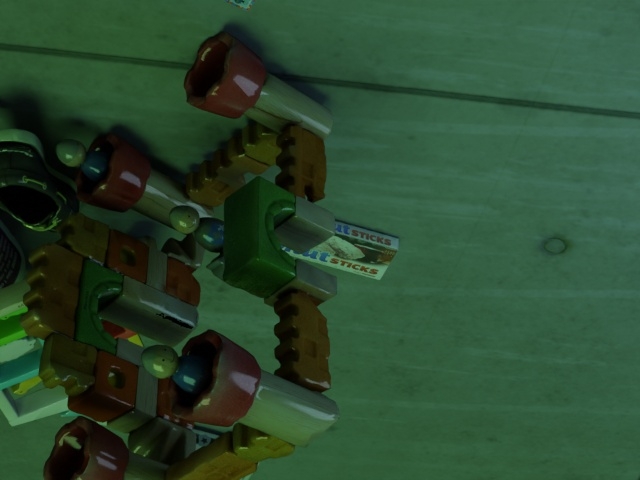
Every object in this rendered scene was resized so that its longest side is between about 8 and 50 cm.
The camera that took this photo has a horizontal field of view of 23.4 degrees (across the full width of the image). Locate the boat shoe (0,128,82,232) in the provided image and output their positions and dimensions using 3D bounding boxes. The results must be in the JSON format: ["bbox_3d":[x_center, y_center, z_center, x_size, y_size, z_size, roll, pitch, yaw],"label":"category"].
[{"bbox_3d":[-0.328,-0.050,1.756,0.081,0.068,0.228,-6,158,8],"label":"boat shoe"}]

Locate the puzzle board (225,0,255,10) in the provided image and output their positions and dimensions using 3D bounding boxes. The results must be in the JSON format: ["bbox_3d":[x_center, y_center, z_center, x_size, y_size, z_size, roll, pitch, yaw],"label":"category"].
[{"bbox_3d":[-0.088,-0.289,1.540,0.096,0.011,0.128,21,136,-18],"label":"puzzle board"}]

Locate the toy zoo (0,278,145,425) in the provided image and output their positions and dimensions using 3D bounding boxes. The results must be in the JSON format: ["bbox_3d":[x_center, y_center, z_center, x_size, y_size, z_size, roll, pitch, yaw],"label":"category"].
[{"bbox_3d":[-0.315,0.133,1.863,0.192,0.030,0.293,-23,147,-6],"label":"toy zoo"}]

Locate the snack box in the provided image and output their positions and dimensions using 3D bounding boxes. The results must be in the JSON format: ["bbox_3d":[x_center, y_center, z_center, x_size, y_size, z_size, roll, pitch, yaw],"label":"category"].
[{"bbox_3d":[0.000,0.000,1.853,0.178,0.022,0.064,15,139,-12],"label":"snack box"}]

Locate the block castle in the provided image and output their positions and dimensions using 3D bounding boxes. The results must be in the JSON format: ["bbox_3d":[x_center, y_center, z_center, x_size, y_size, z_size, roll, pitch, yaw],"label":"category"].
[{"bbox_3d":[-0.151,0.036,1.594,0.213,0.453,0.303,26,137,-32],"label":"block castle"}]

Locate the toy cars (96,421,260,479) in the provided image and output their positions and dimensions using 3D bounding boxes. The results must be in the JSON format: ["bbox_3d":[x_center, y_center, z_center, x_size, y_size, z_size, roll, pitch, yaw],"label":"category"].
[{"bbox_3d":[-0.229,0.259,2.128,0.176,0.087,0.393,-17,134,24],"label":"toy cars"}]

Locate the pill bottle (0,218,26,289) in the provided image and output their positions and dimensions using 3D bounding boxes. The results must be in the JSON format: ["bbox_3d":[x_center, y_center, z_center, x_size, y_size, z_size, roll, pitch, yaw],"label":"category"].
[{"bbox_3d":[-0.450,0.014,1.809,0.169,0.169,0.301,-11,136,18],"label":"pill bottle"}]

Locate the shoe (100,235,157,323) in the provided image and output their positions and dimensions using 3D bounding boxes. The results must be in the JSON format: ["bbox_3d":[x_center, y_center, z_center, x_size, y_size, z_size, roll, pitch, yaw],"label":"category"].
[{"bbox_3d":[-0.259,0.065,1.912,0.058,0.076,0.219,5,145,-28],"label":"shoe"}]
